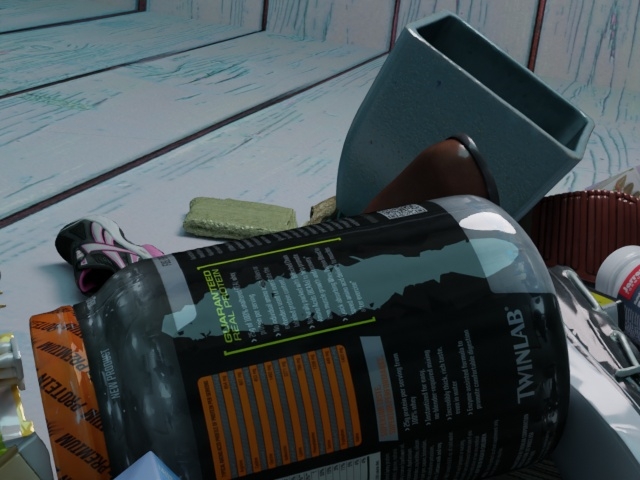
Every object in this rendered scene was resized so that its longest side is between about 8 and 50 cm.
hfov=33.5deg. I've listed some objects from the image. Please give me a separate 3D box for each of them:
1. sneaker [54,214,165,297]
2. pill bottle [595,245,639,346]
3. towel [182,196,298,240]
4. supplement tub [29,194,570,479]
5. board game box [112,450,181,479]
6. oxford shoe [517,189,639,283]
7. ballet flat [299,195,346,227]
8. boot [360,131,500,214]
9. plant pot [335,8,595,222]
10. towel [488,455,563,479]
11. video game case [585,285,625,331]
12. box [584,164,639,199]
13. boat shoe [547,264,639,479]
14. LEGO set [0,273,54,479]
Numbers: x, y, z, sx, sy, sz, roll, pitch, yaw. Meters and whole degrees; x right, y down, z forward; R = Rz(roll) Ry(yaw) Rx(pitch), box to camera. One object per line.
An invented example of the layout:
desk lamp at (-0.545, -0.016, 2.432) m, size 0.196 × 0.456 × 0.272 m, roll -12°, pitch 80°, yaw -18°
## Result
sneaker at (-0.239, 0.024, 1.145) m, size 0.178 × 0.072 × 0.077 m, roll 16°, pitch 31°, yaw 42°
pill bottle at (0.379, 0.073, 1.149) m, size 0.108 × 0.108 × 0.180 m, roll 0°, pitch 20°, yaw -20°
towel at (-0.103, -0.025, 1.394) m, size 0.148 × 0.027 × 0.110 m, roll 7°, pitch 20°, yaw -3°
supplement tub at (-0.018, 0.095, 0.743) m, size 0.338 × 0.207 × 0.207 m, roll -11°, pitch 23°, yaw -14°
board game box at (-0.120, 0.217, 0.524) m, size 0.160 × 0.039 × 0.211 m, roll -38°, pitch 26°, yaw -1°
oxford shoe at (0.421, 0.012, 1.391) m, size 0.348 × 0.123 × 0.130 m, roll 8°, pitch -7°, yaw 7°
ballet flat at (0.000, 0.000, 1.324) m, size 0.067 × 0.073 × 0.206 m, roll -18°, pitch 12°, yaw 13°
boot at (-0.005, 0.021, 0.905) m, size 0.280 × 0.096 × 0.264 m, roll -21°, pitch -9°, yaw -24°
plant pot at (0.158, -0.106, 1.329) m, size 0.248 × 0.252 × 0.247 m, roll 39°, pitch 25°, yaw 4°
towel at (0.279, 0.194, 0.875) m, size 0.324 × 0.056 × 0.312 m, roll 16°, pitch 24°, yaw 18°
video game case at (0.119, 0.070, 1.070) m, size 0.248 × 0.035 × 0.275 m, roll -14°, pitch 18°, yaw -22°
box at (0.459, -0.069, 1.423) m, size 0.067 × 0.063 × 0.324 m, roll 11°, pitch -13°, yaw -13°
boat shoe at (0.216, 0.125, 0.767) m, size 0.104 × 0.113 × 0.306 m, roll -12°, pitch 34°, yaw -14°
LEGO set at (-0.257, 0.133, 0.750) m, size 0.107 × 0.132 × 0.287 m, roll -11°, pitch 32°, yaw -19°
